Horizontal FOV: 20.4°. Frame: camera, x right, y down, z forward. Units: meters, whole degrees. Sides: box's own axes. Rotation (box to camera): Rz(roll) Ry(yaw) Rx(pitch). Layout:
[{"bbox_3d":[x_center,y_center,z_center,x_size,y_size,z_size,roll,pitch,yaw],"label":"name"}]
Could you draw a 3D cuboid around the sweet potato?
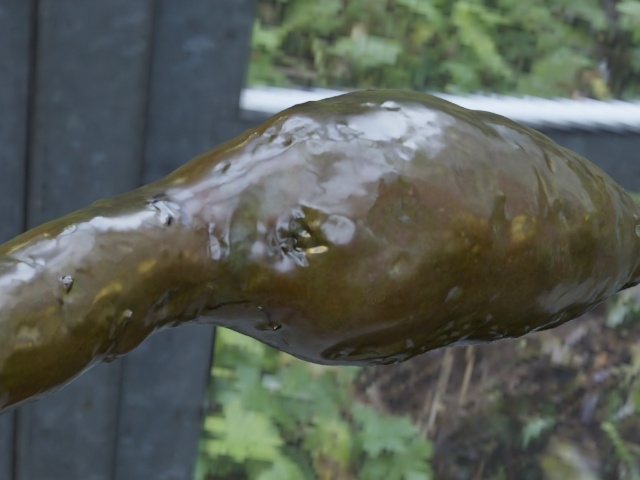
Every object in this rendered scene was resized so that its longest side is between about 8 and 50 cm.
[{"bbox_3d":[-0.002,-0.001,0.458,0.269,0.075,0.075,-8,41,-37],"label":"sweet potato"}]
